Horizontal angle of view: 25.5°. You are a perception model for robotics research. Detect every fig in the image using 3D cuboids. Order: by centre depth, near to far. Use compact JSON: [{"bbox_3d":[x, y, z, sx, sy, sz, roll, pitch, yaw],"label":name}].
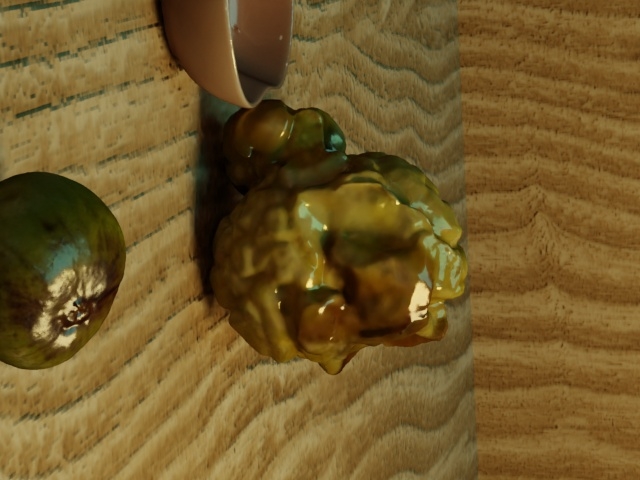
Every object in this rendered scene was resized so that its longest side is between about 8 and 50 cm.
[{"bbox_3d":[-0.211,0.020,1.060,0.136,0.121,0.153,78,21,-46],"label":"fig"}]

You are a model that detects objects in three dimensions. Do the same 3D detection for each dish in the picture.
[{"bbox_3d":[-0.099,-0.242,1.452,0.213,0.090,0.213,3,90,-73],"label":"dish"}]

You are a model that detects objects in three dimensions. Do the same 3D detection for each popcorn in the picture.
[{"bbox_3d":[0.000,0.000,1.536,0.332,0.265,0.225,49,3,-2],"label":"popcorn"}]
